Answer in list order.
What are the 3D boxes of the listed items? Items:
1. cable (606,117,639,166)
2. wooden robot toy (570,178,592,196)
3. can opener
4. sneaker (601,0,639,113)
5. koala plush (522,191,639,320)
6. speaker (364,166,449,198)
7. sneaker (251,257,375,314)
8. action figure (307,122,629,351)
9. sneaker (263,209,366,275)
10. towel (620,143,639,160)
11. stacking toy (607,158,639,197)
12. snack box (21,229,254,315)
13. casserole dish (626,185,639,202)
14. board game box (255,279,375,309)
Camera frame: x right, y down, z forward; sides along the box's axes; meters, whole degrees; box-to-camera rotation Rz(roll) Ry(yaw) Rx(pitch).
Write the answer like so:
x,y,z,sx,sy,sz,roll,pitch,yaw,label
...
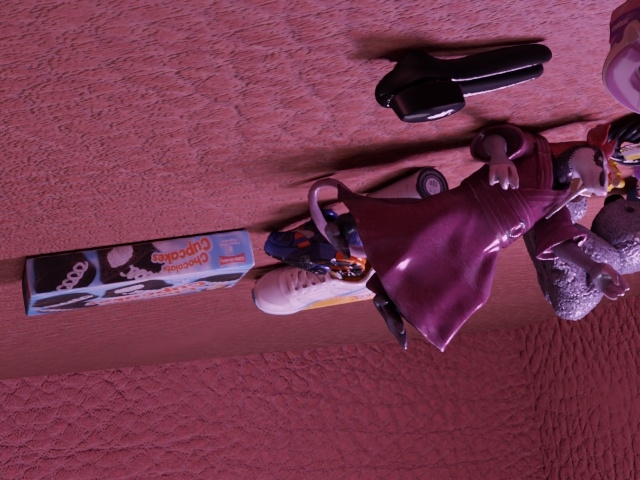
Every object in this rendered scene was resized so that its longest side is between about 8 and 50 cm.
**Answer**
x,y,z,sx,sy,sz,roll,pitch,yaw,label
0.433,-0.137,1.792,0.150,0.047,0.184,-6,169,21,cable
0.282,-0.091,1.882,0.173,0.076,0.079,-7,-155,-18,wooden robot toy
0.137,-0.153,1.323,0.186,0.073,0.059,-16,166,-26,can opener
0.328,-0.208,1.136,0.236,0.104,0.095,-34,119,22,sneaker
0.455,0.008,2.199,0.221,0.203,0.196,-14,171,-5,koala plush
0.110,-0.054,1.869,0.055,0.055,0.136,-4,168,-34,speaker
-0.007,0.064,2.384,0.229,0.087,0.092,-14,160,-9,sneaker
0.211,-0.029,1.728,0.370,0.248,0.276,-33,-152,-6,action figure
0.000,0.000,1.999,0.083,0.087,0.221,26,167,-35,sneaker
0.423,-0.113,1.758,0.083,0.009,0.060,-4,168,15,towel
0.513,-0.110,1.984,0.221,0.052,0.167,-18,168,34,stacking toy
-0.273,0.049,2.049,0.322,0.060,0.187,-8,170,-15,snack box
0.582,-0.081,2.270,0.188,0.037,0.114,-16,169,24,casserole dish
0.018,0.082,2.489,0.259,0.039,0.124,-6,-163,-9,board game box
